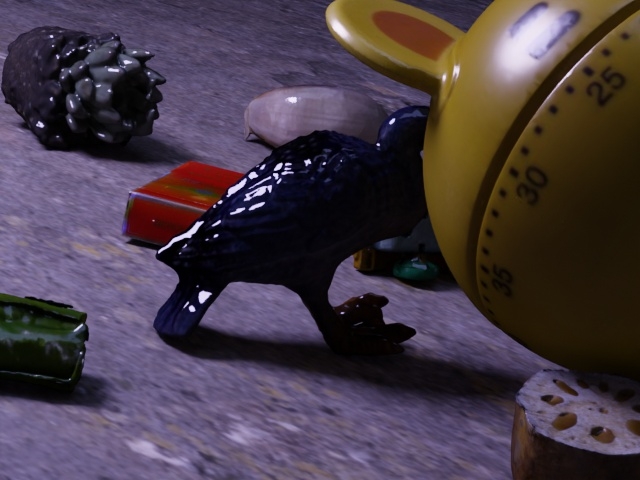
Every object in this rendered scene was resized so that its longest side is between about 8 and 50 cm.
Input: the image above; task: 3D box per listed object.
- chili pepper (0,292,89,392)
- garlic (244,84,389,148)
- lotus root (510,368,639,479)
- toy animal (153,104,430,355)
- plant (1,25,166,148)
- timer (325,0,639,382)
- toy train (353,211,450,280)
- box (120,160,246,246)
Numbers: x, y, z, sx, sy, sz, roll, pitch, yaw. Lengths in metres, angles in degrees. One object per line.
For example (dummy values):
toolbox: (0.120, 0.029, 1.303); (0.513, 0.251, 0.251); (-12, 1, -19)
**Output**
chili pepper: (-0.348, 0.056, 1.343); (0.359, 0.076, 0.085); (7, 41, -8)
garlic: (0.015, -0.144, 2.228); (0.198, 0.090, 0.128); (-3, 7, -23)
lotus root: (0.190, 0.148, 1.292); (0.122, 0.081, 0.112); (8, 17, -5)
toy animal: (0.000, 0.000, 1.524); (0.298, 0.185, 0.122); (-12, 24, -7)
plant: (-0.269, -0.170, 2.073); (0.132, 0.129, 0.194); (-7, 19, -39)
timer: (0.223, -0.087, 1.416); (0.376, 0.376, 0.387); (-4, 39, -39)
toy train: (0.114, -0.014, 1.818); (0.227, 0.091, 0.136); (1, 7, -23)
box: (-0.110, -0.029, 1.804); (0.112, 0.048, 0.175); (15, 16, 14)
